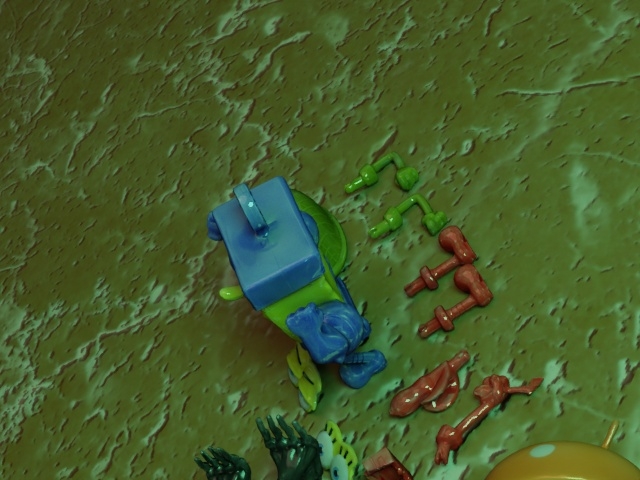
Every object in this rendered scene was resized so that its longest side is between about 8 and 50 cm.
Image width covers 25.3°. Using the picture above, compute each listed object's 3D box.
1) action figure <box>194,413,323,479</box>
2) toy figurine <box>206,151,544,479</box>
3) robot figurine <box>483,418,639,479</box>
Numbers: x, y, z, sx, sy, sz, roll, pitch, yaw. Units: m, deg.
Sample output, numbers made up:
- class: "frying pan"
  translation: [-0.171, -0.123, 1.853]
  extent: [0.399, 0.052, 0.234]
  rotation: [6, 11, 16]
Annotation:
- class: "action figure"
  translation: [-0.076, 0.266, 1.018]
  extent: [0.164, 0.141, 0.275]
  rotation: [-22, 41, 33]
- class: "toy figurine"
  translation: [0.000, 0.000, 1.143]
  extent: [0.191, 0.217, 0.362]
  rotation: [-32, 41, 9]
- class: "robot figurine"
  translation: [0.152, 0.221, 0.897]
  extent: [0.128, 0.158, 0.219]
  rotation: [2, 53, 11]
